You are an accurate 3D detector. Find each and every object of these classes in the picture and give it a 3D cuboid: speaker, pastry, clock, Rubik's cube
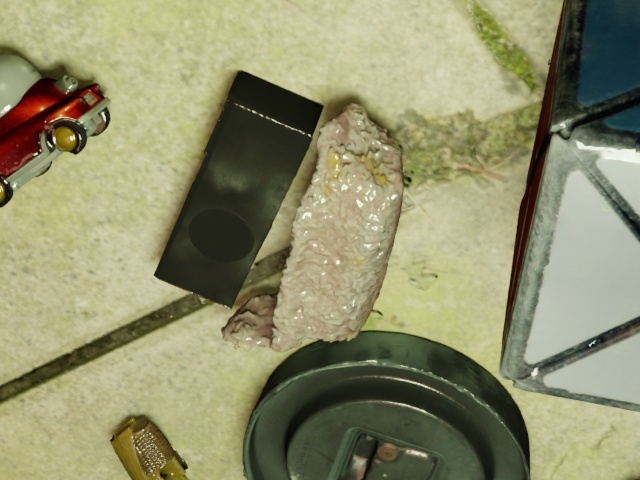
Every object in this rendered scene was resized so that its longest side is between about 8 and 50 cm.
[{"bbox_3d":[-0.075,-0.040,1.596,0.082,0.044,0.218,24,129,-5],"label":"speaker"},{"bbox_3d":[0.011,0.008,1.577,0.112,0.103,0.265,28,132,0],"label":"pastry"},{"bbox_3d":[0.065,0.205,1.748,0.281,0.055,0.280,6,128,8],"label":"clock"},{"bbox_3d":[0.284,-0.031,1.385,0.260,0.259,0.254,11,130,6],"label":"Rubik's cube"}]

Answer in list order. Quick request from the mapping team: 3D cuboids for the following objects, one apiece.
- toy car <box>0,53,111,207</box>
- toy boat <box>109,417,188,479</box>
[{"bbox_3d":[-0.258,-0.106,1.561,0.139,0.112,0.112,-33,98,21],"label":"toy car"},{"bbox_3d":[-0.153,0.235,1.827,0.049,0.047,0.149,-20,120,26],"label":"toy boat"}]
